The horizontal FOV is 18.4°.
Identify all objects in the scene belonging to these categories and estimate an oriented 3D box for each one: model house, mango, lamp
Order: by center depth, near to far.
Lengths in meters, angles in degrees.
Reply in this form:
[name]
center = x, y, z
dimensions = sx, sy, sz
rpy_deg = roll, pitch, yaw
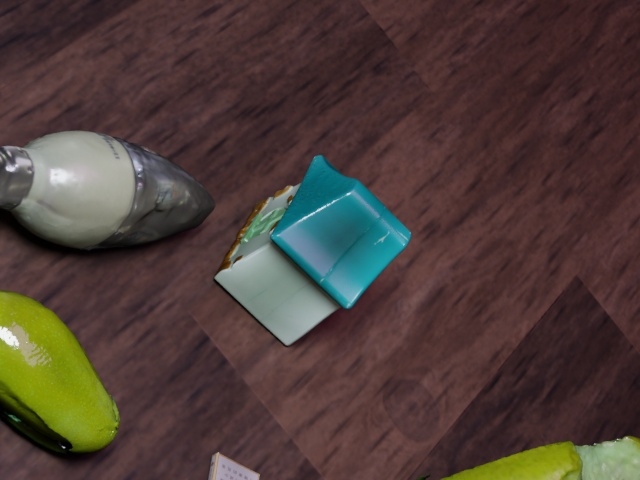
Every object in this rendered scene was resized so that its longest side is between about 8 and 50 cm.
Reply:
[mango]
center = -0.217, 0.100, 1.535
dimensions = 0.165, 0.074, 0.091
rpy_deg = 41, 39, -15
[lamp]
center = -0.184, -0.040, 1.648
dimensions = 0.250, 0.101, 0.101
rpy_deg = 10, 56, -50
[model house]
center = 0.000, 0.000, 1.761
dimensions = 0.100, 0.149, 0.127
rpy_deg = 45, 39, -16

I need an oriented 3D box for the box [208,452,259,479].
[box]
center = -0.076, 0.221, 1.635
dimensions = 0.046, 0.012, 0.083
rpy_deg = 31, 45, -26

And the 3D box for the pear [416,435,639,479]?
[pear]
center = 0.219, 0.324, 1.729
dimensions = 0.286, 0.176, 0.282
rpy_deg = 1, 64, -43
